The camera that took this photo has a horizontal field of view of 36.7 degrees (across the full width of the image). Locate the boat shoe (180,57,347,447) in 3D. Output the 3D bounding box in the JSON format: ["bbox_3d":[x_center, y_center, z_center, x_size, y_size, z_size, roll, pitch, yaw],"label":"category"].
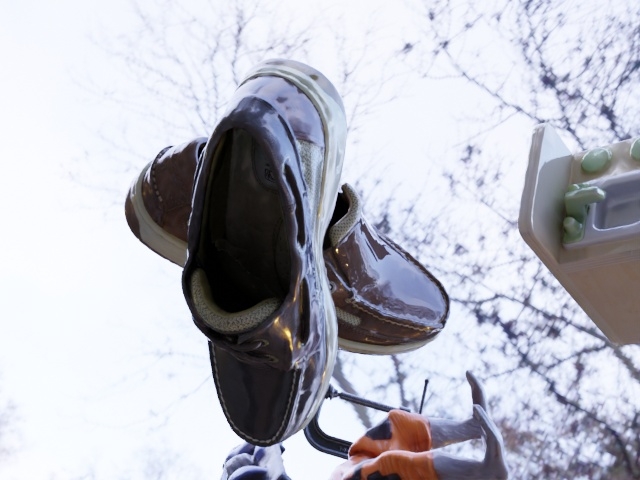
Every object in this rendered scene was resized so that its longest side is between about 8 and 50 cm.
[{"bbox_3d":[-0.036,0.022,0.489,0.080,0.073,0.223,20,-56,22],"label":"boat shoe"}]

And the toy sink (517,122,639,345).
[{"bbox_3d":[0.329,-0.016,1.022,0.131,0.153,0.234,-14,-44,38],"label":"toy sink"}]

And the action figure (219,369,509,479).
[{"bbox_3d":[0.020,0.257,0.814,0.330,0.341,0.178,-35,-79,6],"label":"action figure"}]

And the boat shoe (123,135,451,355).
[{"bbox_3d":[-0.001,0.007,0.657,0.257,0.095,0.095,22,-38,-28],"label":"boat shoe"}]

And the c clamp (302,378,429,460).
[{"bbox_3d":[0.058,0.228,1.251,0.160,0.137,0.022,12,-34,-6],"label":"c clamp"}]
